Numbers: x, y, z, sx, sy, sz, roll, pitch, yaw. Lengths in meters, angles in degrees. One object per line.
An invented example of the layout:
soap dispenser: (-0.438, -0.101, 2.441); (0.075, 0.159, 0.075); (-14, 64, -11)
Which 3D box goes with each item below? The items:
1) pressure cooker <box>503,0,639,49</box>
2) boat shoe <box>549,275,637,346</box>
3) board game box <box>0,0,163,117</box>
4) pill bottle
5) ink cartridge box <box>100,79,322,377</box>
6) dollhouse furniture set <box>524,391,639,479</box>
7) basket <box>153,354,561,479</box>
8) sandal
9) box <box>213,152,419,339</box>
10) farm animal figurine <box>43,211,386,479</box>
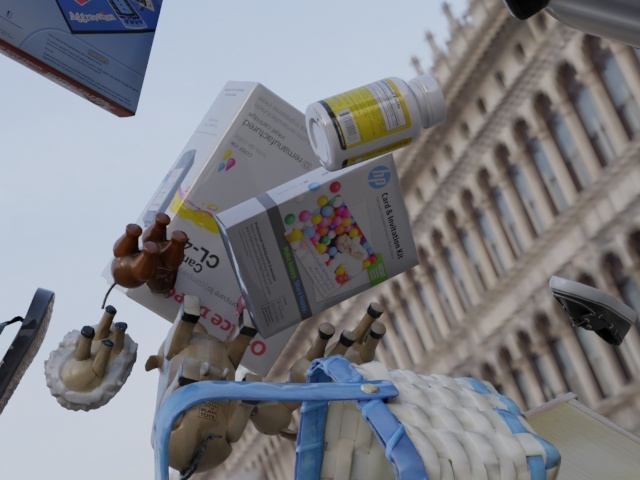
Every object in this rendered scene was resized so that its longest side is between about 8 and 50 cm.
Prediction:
pressure cooker: (0.412, -0.401, 1.511); (0.370, 0.420, 0.375); (3, -73, -34)
boat shoe: (0.267, 0.070, 1.292); (0.049, 0.040, 0.142); (17, -5, 44)
board game box: (-0.249, -0.226, 1.135); (0.027, 0.145, 0.281); (0, -19, 39)
pill bottle: (0.050, -0.108, 1.173); (0.116, 0.065, 0.065); (-19, -18, -14)
ink cartridge box: (-0.092, -0.017, 1.653); (0.226, 0.306, 0.131); (34, -7, -22)
dollhouse furniture set: (0.301, 0.417, 1.489); (0.362, 0.256, 0.394); (-18, -61, -30)
basket: (0.013, 0.217, 0.962); (0.289, 0.201, 0.254); (-2, -67, -27)
sandal: (-0.363, 0.156, 1.428); (0.254, 0.054, 0.097); (-63, 2, -19)
box: (0.000, 0.000, 1.340); (0.186, 0.038, 0.145); (-25, -55, -14)
farm animal figurine: (-0.111, 0.140, 1.457); (0.326, 0.330, 0.172); (-68, 4, -55)
